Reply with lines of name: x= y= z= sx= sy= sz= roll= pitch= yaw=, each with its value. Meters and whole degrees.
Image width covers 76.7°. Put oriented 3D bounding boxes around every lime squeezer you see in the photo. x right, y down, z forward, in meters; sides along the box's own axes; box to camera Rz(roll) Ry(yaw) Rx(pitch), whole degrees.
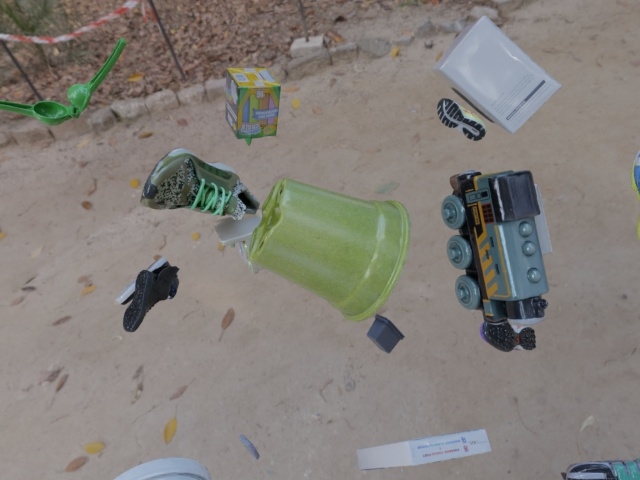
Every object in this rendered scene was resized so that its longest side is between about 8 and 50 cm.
lime squeezer: x=-0.492 y=-0.282 z=0.764 sx=0.310 sy=0.110 sz=0.059 roll=-22 pitch=43 yaw=-5

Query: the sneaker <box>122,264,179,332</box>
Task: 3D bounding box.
sneaker: x=-0.391 y=0.132 z=0.943 sx=0.051 sy=0.089 sz=0.170 roll=2 pitch=73 yaw=26

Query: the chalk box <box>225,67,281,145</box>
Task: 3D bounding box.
chalk box: x=-0.209 y=-0.396 z=1.235 sx=0.132 sy=0.213 sz=0.132 roll=-13 pitch=50 yaw=-24

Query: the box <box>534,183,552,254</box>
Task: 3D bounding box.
box: x=0.470 y=-0.058 z=1.026 sx=0.119 sy=0.182 sz=0.181 roll=-20 pitch=16 yaw=8

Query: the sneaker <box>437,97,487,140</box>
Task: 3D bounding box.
sneaker: x=0.504 y=-0.430 z=1.436 sx=0.208 sy=0.081 sz=0.094 roll=47 pitch=43 yaw=14

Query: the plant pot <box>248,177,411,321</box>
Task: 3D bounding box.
plant pot: x=0.000 y=0.000 z=0.837 sx=0.254 sy=0.276 sz=0.276 roll=21 pitch=42 yaw=-18

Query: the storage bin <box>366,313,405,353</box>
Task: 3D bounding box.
storage bin: x=0.234 y=0.354 z=1.523 sx=0.091 sy=0.135 sz=0.098 roll=-50 pitch=30 yaw=-17

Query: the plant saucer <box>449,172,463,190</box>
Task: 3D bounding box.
plant saucer: x=0.567 y=-0.188 z=1.475 sx=0.198 sy=0.036 sz=0.198 roll=15 pitch=42 yaw=-14

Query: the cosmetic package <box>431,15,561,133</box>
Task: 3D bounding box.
cosmetic package: x=0.396 y=-0.387 z=0.956 sx=0.225 sy=0.138 sz=0.224 roll=39 pitch=24 yaw=-7

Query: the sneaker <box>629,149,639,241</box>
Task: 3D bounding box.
sneaker: x=0.740 y=-0.096 z=0.871 sx=0.091 sy=0.240 sz=0.126 roll=-7 pitch=-2 yaw=25

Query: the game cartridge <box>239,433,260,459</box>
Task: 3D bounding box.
game cartridge: x=-0.210 y=0.619 z=1.209 sx=0.017 sy=0.083 sz=0.056 roll=-37 pitch=38 yaw=-28

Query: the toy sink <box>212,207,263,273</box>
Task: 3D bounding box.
toy sink: x=-0.177 y=-0.001 z=1.185 sx=0.234 sy=0.131 sz=0.153 roll=-17 pitch=29 yaw=-18

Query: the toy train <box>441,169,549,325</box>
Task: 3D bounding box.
toy train: x=0.357 y=0.012 z=0.824 sx=0.142 sy=0.334 sz=0.190 roll=-10 pitch=-1 yaw=-16

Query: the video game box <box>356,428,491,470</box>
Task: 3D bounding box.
video game box: x=0.200 y=0.425 z=0.818 sx=0.187 sy=0.205 sz=0.048 roll=2 pitch=60 yaw=-24

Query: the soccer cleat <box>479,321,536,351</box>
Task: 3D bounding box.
soccer cleat: x=0.631 y=0.335 z=1.415 sx=0.116 sy=0.318 sz=0.108 roll=-14 pitch=67 yaw=50

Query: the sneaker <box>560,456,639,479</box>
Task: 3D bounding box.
sneaker: x=0.505 y=0.372 z=0.634 sx=0.224 sy=0.098 sz=0.083 roll=-5 pitch=71 yaw=18

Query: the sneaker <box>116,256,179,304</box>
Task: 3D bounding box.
sneaker: x=-0.511 y=0.151 z=1.245 sx=0.079 sy=0.121 sz=0.217 roll=-25 pitch=20 yaw=31

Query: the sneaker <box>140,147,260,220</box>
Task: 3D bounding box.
sneaker: x=-0.276 y=-0.122 z=1.038 sx=0.182 sy=0.158 sz=0.410 roll=30 pitch=15 yaw=12

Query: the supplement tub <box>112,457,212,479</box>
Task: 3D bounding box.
supplement tub: x=-0.233 y=0.535 z=0.597 sx=0.241 sy=0.241 sz=0.331 roll=-25 pitch=33 yaw=-13
